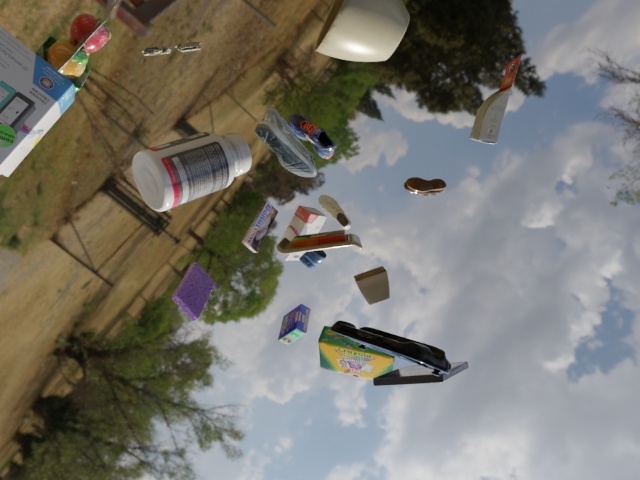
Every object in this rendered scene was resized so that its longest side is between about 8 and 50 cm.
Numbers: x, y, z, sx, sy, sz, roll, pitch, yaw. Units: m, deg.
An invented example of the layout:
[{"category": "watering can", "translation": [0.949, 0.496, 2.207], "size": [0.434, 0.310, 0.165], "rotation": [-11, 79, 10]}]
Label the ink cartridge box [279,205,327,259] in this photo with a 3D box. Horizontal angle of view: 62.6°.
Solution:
[{"category": "ink cartridge box", "translation": [-0.072, -0.025, 1.941], "size": [0.115, 0.067, 0.198], "rotation": [6, 117, -57]}]

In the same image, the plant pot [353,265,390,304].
[{"category": "plant pot", "translation": [0.181, 0.156, 1.777], "size": [0.109, 0.096, 0.109], "rotation": [-20, -174, 1]}]

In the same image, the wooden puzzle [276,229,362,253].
[{"category": "wooden puzzle", "translation": [0.000, 0.000, 1.542], "size": [0.221, 0.238, 0.044], "rotation": [-71, 158, -83]}]

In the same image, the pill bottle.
[{"category": "pill bottle", "translation": [-0.362, -0.215, 1.532], "size": [0.318, 0.176, 0.176], "rotation": [-28, 176, -38]}]

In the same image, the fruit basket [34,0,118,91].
[{"category": "fruit basket", "translation": [-0.754, -0.599, 1.657], "size": [0.353, 0.165, 0.327], "rotation": [-35, -145, 10]}]

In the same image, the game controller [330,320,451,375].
[{"category": "game controller", "translation": [0.164, 0.263, 1.302], "size": [0.319, 0.166, 0.067], "rotation": [6, -100, 53]}]

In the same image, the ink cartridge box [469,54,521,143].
[{"category": "ink cartridge box", "translation": [0.481, -0.389, 1.463], "size": [0.189, 0.066, 0.232], "rotation": [-56, 155, -75]}]

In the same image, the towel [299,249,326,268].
[{"category": "towel", "translation": [-0.029, 0.063, 1.908], "size": [0.029, 0.067, 0.119], "rotation": [-50, -176, -38]}]

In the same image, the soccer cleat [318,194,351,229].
[{"category": "soccer cleat", "translation": [0.065, -0.129, 2.298], "size": [0.068, 0.196, 0.076], "rotation": [-42, 172, 0]}]

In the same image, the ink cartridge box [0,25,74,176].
[{"category": "ink cartridge box", "translation": [-0.760, -0.320, 1.256], "size": [0.270, 0.198, 0.197], "rotation": [-56, -158, -13]}]

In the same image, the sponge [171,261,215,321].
[{"category": "sponge", "translation": [-0.447, 0.178, 1.867], "size": [0.031, 0.117, 0.210], "rotation": [-28, -156, 23]}]

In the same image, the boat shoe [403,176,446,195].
[{"category": "boat shoe", "translation": [0.430, -0.216, 2.199], "size": [0.073, 0.206, 0.073], "rotation": [-49, -133, 50]}]

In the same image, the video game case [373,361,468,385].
[{"category": "video game case", "translation": [0.292, 0.378, 1.498], "size": [0.196, 0.026, 0.274], "rotation": [-11, 169, 27]}]

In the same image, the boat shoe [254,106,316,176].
[{"category": "boat shoe", "translation": [-0.106, -0.334, 1.862], "size": [0.118, 0.320, 0.103], "rotation": [4, -116, 40]}]

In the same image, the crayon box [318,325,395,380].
[{"category": "crayon box", "translation": [0.137, 0.418, 1.923], "size": [0.081, 0.278, 0.165], "rotation": [-65, 158, -45]}]

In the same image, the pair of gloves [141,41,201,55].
[{"category": "pair of gloves", "translation": [-0.626, -0.808, 2.210], "size": [0.240, 0.042, 0.204], "rotation": [-8, -160, -1]}]

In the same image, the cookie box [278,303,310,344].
[{"category": "cookie box", "translation": [-0.080, 0.260, 1.623], "size": [0.107, 0.040, 0.092], "rotation": [-39, -151, 43]}]

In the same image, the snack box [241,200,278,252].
[{"category": "snack box", "translation": [-0.210, -0.048, 1.839], "size": [0.022, 0.064, 0.178], "rotation": [-4, -128, 45]}]

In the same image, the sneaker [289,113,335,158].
[{"category": "sneaker", "translation": [-0.024, -0.413, 2.017], "size": [0.083, 0.221, 0.087], "rotation": [-55, -171, -23]}]

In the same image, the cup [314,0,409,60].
[{"category": "cup", "translation": [0.158, -0.741, 1.780], "size": [0.331, 0.236, 0.331], "rotation": [-58, -164, 27]}]
